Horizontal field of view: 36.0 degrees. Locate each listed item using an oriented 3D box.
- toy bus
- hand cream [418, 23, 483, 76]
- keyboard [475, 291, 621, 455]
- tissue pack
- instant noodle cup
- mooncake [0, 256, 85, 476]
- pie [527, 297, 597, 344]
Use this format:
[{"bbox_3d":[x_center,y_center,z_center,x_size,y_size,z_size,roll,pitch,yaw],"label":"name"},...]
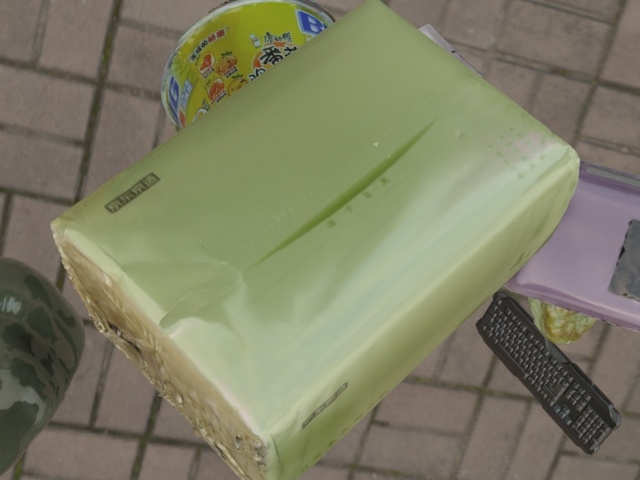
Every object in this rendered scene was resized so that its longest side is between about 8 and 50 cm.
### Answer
[{"bbox_3d":[0.282,0.009,0.906,0.202,0.142,0.142,17,99,11],"label":"toy bus"},{"bbox_3d":[0.093,-0.176,1.036,0.084,0.142,0.053,36,55,-26],"label":"hand cream"},{"bbox_3d":[0.329,0.191,1.444,0.016,0.262,0.106,-16,144,-38],"label":"keyboard"},{"bbox_3d":[0.000,0.000,0.533,0.234,0.159,0.125,-39,158,-22],"label":"tissue pack"},{"bbox_3d":[-0.044,-0.118,0.981,0.204,0.153,0.205,-16,144,-12],"label":"instant noodle cup"},{"bbox_3d":[-0.342,0.119,0.841,0.275,0.275,0.135,-28,124,-1],"label":"mooncake"},{"bbox_3d":[0.356,0.012,1.238,0.248,0.090,0.201,-39,145,-15],"label":"pie"}]
